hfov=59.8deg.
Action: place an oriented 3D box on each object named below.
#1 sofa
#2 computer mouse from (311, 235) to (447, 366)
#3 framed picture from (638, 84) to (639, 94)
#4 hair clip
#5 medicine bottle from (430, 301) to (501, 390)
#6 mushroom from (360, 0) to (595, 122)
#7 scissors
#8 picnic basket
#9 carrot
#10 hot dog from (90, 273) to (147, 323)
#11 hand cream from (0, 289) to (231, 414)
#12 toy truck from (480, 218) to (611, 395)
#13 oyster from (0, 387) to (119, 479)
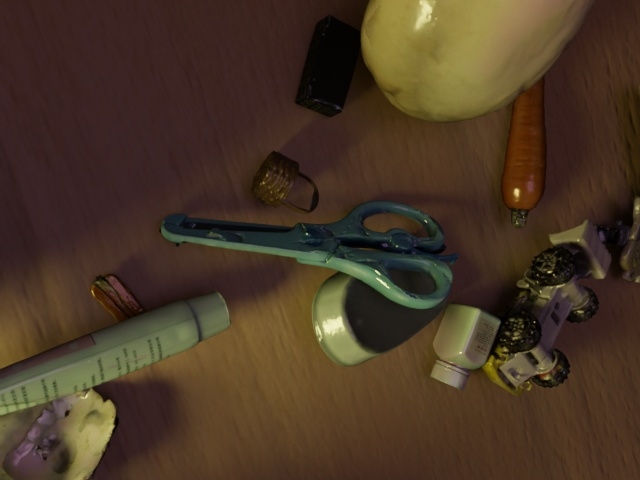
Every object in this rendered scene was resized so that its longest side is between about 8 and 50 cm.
[{"bbox_3d":[0.012,-0.230,0.739,0.060,0.039,0.118,17,85,-23],"label":"sofa"},{"bbox_3d":[0.080,0.082,0.761,0.231,0.079,0.127,-23,93,-37],"label":"computer mouse"},{"bbox_3d":[0.643,-0.165,1.021,0.184,0.016,0.249,-15,96,-39],"label":"framed picture"},{"bbox_3d":[0.568,0.002,0.999,0.187,0.056,0.146,11,93,-28],"label":"hair clip"},{"bbox_3d":[0.207,0.156,0.820,0.055,0.074,0.118,28,79,-24],"label":"medicine bottle"},{"bbox_3d":[0.209,-0.320,0.695,0.315,0.315,0.356,25,81,-24],"label":"mushroom"},{"bbox_3d":[0.000,0.000,0.704,0.393,0.180,0.032,7,133,-16],"label":"scissors"},{"bbox_3d":[-0.040,-0.067,0.702,0.083,0.072,0.072,26,80,-18],"label":"picnic basket"},{"bbox_3d":[0.328,-0.183,0.877,0.069,0.069,0.335,9,85,-25],"label":"carrot"},{"bbox_3d":[-0.231,0.072,0.643,0.037,0.021,0.083,-35,106,-10],"label":"hot dog"},{"bbox_3d":[-0.249,0.132,0.578,0.331,0.085,0.058,-21,77,-32],"label":"hand cream"},{"bbox_3d":[0.345,0.101,0.864,0.136,0.111,0.286,47,71,-29],"label":"toy truck"},{"bbox_3d":[-0.319,0.219,0.582,0.191,0.081,0.163,10,60,-28],"label":"oyster"}]
